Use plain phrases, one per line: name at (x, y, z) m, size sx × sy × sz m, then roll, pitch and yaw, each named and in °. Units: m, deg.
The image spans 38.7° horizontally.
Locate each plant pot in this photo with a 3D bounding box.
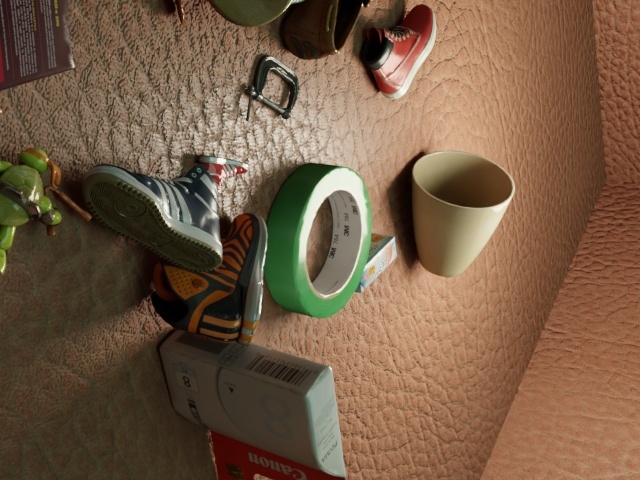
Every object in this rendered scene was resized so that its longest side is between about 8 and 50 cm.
plant pot at (0.339, -0.049, 2.349) m, size 0.256 × 0.256 × 0.274 m, roll -44°, pitch 151°, yaw -45°

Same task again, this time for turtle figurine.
turtle figurine at (-0.407, -0.038, 1.201) m, size 0.217 × 0.087 × 0.269 m, roll -65°, pitch 147°, yaw -23°

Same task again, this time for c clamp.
c clamp at (-0.091, -0.277, 1.732) m, size 0.161 × 0.022 × 0.137 m, roll 12°, pitch 83°, yaw -58°

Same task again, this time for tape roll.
tape roll at (0.000, 0.000, 1.915) m, size 0.321 × 0.077 × 0.321 m, roll -28°, pitch 123°, yaw -53°

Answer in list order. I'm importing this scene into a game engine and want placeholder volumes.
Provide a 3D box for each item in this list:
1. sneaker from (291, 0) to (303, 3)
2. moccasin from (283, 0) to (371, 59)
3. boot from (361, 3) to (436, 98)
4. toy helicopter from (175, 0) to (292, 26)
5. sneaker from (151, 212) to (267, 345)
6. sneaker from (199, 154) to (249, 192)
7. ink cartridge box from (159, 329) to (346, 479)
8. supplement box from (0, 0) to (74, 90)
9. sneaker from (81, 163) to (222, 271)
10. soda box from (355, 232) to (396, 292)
sneaker at (-0.099, -0.472, 1.607) m, size 0.217 × 0.079 × 0.121 m, roll -41°, pitch 130°, yaw -58°
moccasin at (0.063, -0.513, 1.785) m, size 0.380 × 0.147 × 0.139 m, roll -61°, pitch 145°, yaw -29°
boot at (0.177, -0.467, 2.061) m, size 0.176 × 0.088 × 0.244 m, roll 47°, pitch 62°, yaw -52°
toy helicopter at (-0.171, -0.492, 1.406) m, size 0.235 × 0.140 × 0.355 m, roll -32°, pitch 114°, yaw -3°
sneaker at (-0.191, 0.042, 1.563) m, size 0.321 × 0.180 × 0.124 m, roll -93°, pitch -162°, yaw -57°
sneaker at (-0.173, -0.112, 1.618) m, size 0.118 × 0.042 × 0.067 m, roll 6°, pitch 90°, yaw -52°
ink cartridge box at (-0.112, 0.354, 1.609) m, size 0.091 × 0.308 × 0.385 m, roll -42°, pitch 134°, yaw -47°
supplement box at (-0.375, -0.226, 0.972) m, size 0.239 × 0.073 × 0.130 m, roll -35°, pitch 134°, yaw -52°
sneaker at (-0.255, -0.074, 1.416) m, size 0.282 × 0.099 × 0.153 m, roll 40°, pitch 38°, yaw -46°
soda box at (0.110, 0.051, 2.130) m, size 0.183 × 0.063 × 0.058 m, roll -42°, pitch 133°, yaw -46°
